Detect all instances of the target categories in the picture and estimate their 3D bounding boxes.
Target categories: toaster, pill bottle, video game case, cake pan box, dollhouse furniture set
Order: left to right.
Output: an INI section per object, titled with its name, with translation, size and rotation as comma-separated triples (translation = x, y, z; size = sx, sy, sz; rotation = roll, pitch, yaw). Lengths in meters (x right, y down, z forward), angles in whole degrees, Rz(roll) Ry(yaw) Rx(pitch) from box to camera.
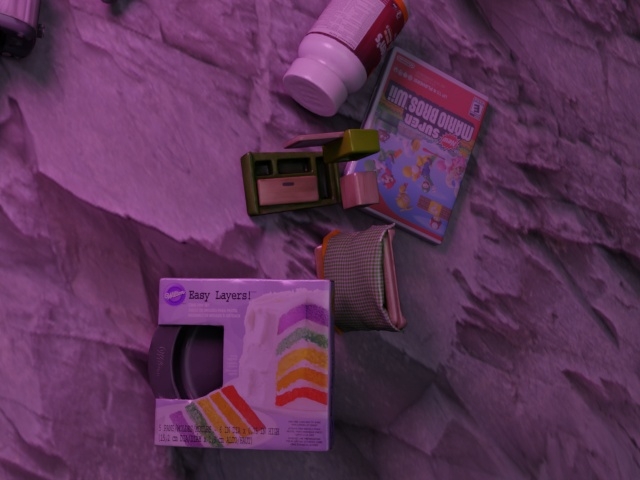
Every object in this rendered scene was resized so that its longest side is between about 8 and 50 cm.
[toaster]
translation = -0.480, -0.352, 1.175
size = 0.227, 0.129, 0.146
rotation = 13, 76, -19
[cake pan box]
translation = -0.111, 0.175, 1.250
size = 0.267, 0.070, 0.245
rotation = 1, 83, 9
[dollhouse furniture set]
translation = 0.000, 0.000, 1.298
size = 0.151, 0.198, 0.301
rotation = -6, 87, -26
[pill bottle]
translation = 0.041, -0.313, 1.387
size = 0.121, 0.121, 0.221
rotation = 38, 73, -15
[video game case]
translation = 0.161, -0.160, 1.475
size = 0.204, 0.025, 0.285
rotation = 25, 76, -19

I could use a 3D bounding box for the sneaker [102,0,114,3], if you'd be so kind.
[sneaker]
translation = -0.304, -0.422, 1.297
size = 0.061, 0.054, 0.152
rotation = 22, 71, -10
